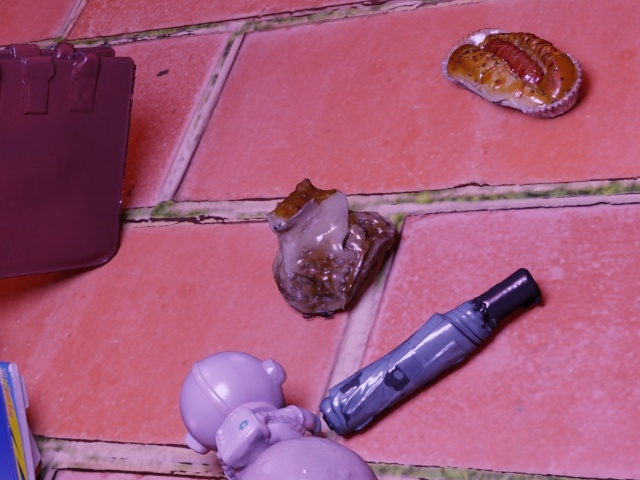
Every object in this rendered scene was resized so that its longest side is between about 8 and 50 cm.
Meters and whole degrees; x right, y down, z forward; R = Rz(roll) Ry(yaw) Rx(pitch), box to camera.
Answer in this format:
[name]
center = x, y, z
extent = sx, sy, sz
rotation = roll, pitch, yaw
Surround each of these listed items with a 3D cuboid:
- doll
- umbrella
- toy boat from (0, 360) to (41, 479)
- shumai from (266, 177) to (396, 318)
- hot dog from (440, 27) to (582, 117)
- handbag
[doll]
center = -0.050, 0.205, 1.267
extent = 0.151, 0.151, 0.287
rotation = -38, 44, -3
[umbrella]
center = 0.106, 0.107, 1.322
extent = 0.250, 0.053, 0.052
rotation = -36, 43, 2
[toy boat]
center = -0.341, 0.275, 1.426
extent = 0.129, 0.088, 0.295
rotation = -53, 41, 32
[shumai]
center = -0.003, -0.001, 1.437
extent = 0.145, 0.116, 0.146
rotation = -16, 48, 18
[hot dog]
center = 0.218, -0.191, 1.513
extent = 0.099, 0.053, 0.192
rotation = -47, 42, -7
[handbag]
center = -0.350, -0.094, 1.572
extent = 0.260, 0.276, 0.084
rotation = -8, 26, -34
